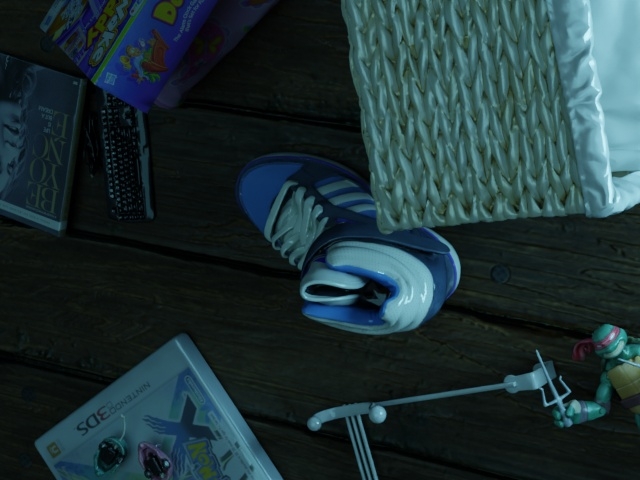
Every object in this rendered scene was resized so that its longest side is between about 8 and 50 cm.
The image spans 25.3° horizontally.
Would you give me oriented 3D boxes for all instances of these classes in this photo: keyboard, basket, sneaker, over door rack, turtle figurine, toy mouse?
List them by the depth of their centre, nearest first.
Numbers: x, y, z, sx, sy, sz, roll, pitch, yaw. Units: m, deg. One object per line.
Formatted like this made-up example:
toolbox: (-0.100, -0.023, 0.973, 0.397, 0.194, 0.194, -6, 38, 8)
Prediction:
basket: (0.207, -0.194, 1.502, 0.266, 0.328, 0.331, -6, 98, 27)
turtle figurine: (0.366, 0.173, 1.616, 0.234, 0.118, 0.175, 49, 130, -8)
sneaker: (0.000, 0.001, 1.677, 0.322, 0.236, 0.130, 29, 110, 16)
over door rack: (0.154, 0.296, 1.737, 0.324, 0.108, 0.240, -15, 94, 25)
keyboard: (-0.276, -0.116, 1.889, 0.100, 0.038, 0.192, -1, 98, 24)
toy mouse: (-0.250, 0.299, 1.919, 0.161, 0.031, 0.143, -8, 96, 25)

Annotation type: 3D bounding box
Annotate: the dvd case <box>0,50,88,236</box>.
dvd case: (-0.398, -0.132, 1.939, 0.164, 0.018, 0.221, 19, 108, 28)

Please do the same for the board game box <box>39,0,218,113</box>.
board game box: (-0.178, -0.346, 1.663, 0.347, 0.078, 0.233, -57, 35, 7)

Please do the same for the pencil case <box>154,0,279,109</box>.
pencil case: (-0.135, -0.292, 1.752, 0.124, 0.124, 0.284, 49, 115, 9)

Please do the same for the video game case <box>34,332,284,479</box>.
video game case: (-0.203, 0.338, 1.942, 0.300, 0.036, 0.329, -37, 84, 25)
